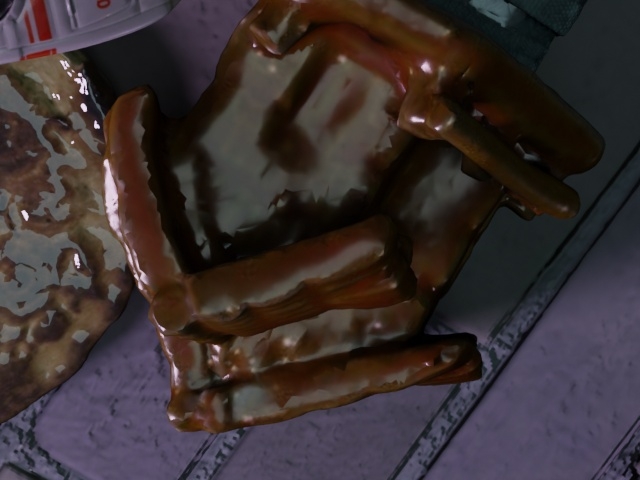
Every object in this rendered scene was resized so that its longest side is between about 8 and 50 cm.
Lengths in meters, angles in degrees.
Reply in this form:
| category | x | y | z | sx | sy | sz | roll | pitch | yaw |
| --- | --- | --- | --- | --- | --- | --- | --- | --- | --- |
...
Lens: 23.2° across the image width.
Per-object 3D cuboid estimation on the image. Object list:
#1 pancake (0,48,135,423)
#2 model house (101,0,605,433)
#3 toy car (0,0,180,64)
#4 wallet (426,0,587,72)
| category | x | y | z | sx | sy | sz | roll | pitch | yaw |
| --- | --- | --- | --- | --- | --- | --- | --- | --- | --- |
| pancake | -0.238 | -0.021 | 0.771 | 0.288 | 0.033 | 0.286 | -33 | 106 | 1 |
| model house | 0.001 | -0.002 | 0.734 | 0.219 | 0.199 | 0.229 | 30 | 95 | -3 |
| toy car | -0.128 | -0.183 | 0.667 | 0.108 | 0.089 | 0.210 | -14 | 114 | -9 |
| wallet | 0.093 | -0.269 | 0.731 | 0.237 | 0.075 | 0.342 | 28 | 99 | -17 |
